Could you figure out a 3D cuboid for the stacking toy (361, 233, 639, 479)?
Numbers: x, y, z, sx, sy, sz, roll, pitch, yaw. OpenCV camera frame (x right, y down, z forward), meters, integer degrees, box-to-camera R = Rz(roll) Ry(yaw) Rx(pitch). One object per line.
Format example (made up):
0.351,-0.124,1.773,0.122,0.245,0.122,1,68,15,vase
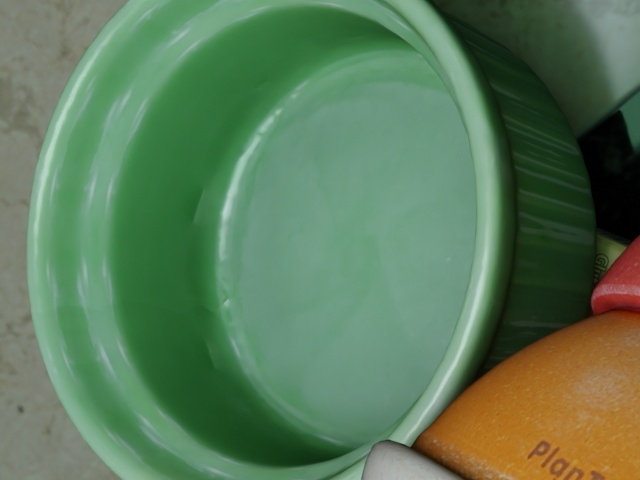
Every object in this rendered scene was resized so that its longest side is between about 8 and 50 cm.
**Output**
0.277,0.032,0.764,0.351,0.350,0.480,35,85,6,stacking toy

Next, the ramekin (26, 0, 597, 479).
0.000,0.000,0.959,0.303,0.148,0.303,-5,82,35,ramekin

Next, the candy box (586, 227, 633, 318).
0.235,0.126,0.954,0.316,0.087,0.183,23,98,25,candy box
